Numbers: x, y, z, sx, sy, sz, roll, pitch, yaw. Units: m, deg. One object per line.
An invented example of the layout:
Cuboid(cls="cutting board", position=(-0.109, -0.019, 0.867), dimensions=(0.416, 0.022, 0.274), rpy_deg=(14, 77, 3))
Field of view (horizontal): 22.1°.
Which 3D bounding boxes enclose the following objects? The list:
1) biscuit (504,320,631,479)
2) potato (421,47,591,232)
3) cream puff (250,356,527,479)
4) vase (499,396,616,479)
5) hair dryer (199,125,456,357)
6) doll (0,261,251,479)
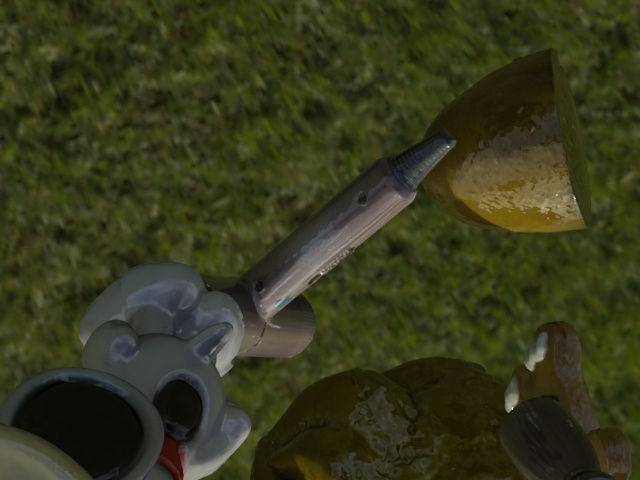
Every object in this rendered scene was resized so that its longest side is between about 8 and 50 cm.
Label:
Cuboid(cls="biscuit", position=(0.203, 0.184, 1.299), dimensions=(0.035, 0.240, 0.158), rpy_deg=(-9, 145, -13))
Cuboid(cls="potato", position=(0.169, -0.082, 1.555), dimensions=(0.158, 0.203, 0.178), rpy_deg=(-13, 105, 11))
Cuboid(cls="cream puff", position=(0.083, 0.230, 1.704), dimensions=(0.270, 0.274, 0.323), rpy_deg=(43, 131, -9))
Cuboid(cls="vase", position=(0.164, 0.152, 1.111), dimensions=(0.053, 0.101, 0.053), rpy_deg=(-8, 117, -16))
Cuboid(cls="hair dryer", position=(0.006, -0.001, 1.080), dimensions=(0.220, 0.054, 0.195), rpy_deg=(-39, 164, 11))
Cuboid(cls="doll", position=(-0.114, 0.108, 0.785), dimensions=(0.208, 0.271, 0.144), rpy_deg=(28, 119, -34))
